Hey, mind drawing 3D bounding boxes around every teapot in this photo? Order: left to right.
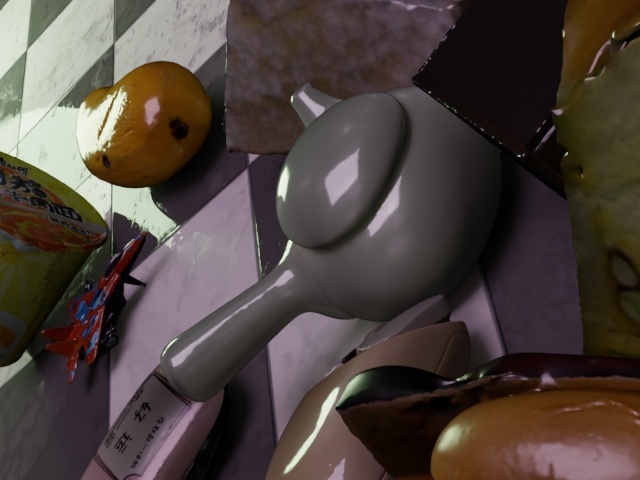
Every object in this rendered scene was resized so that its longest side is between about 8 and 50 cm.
[{"bbox_3d":[0.018,0.008,1.010,0.220,0.149,0.318,5,67,55],"label":"teapot"}]

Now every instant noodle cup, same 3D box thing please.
[{"bbox_3d":[-0.421,0.019,1.503,0.200,0.264,0.264,-59,32,15],"label":"instant noodle cup"}]

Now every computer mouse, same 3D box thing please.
[{"bbox_3d":[0.028,0.138,0.890,0.145,0.082,0.236,-42,12,48],"label":"computer mouse"}]

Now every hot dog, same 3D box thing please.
[{"bbox_3d":[0.144,0.164,0.664,0.326,0.194,0.107,-13,26,43],"label":"hot dog"}]

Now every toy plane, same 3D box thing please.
[{"bbox_3d":[-0.244,0.070,1.390,0.189,0.061,0.130,-49,33,7],"label":"toy plane"}]

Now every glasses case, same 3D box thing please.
[{"bbox_3d":[-0.181,0.249,1.148,0.122,0.075,0.314,26,86,54],"label":"glasses case"}]

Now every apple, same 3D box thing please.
[{"bbox_3d":[0.218,0.016,0.658,0.179,0.346,0.254,-16,30,-6],"label":"apple"}]

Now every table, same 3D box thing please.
[{"bbox_3d":[0.210,-0.121,0.844,0.193,0.169,0.172,-53,34,7],"label":"table"}]

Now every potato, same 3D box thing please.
[{"bbox_3d":[0.049,-0.190,1.186,0.264,0.211,0.189,14,33,24],"label":"potato"}]

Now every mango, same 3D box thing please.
[{"bbox_3d":[-0.215,-0.139,1.476,0.262,0.109,0.157,7,80,60],"label":"mango"}]
